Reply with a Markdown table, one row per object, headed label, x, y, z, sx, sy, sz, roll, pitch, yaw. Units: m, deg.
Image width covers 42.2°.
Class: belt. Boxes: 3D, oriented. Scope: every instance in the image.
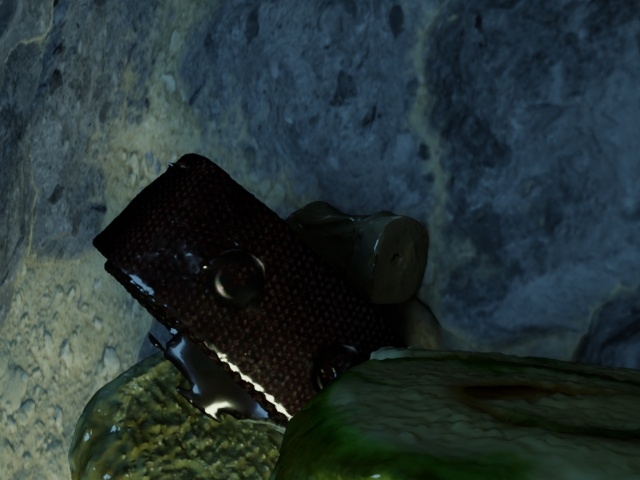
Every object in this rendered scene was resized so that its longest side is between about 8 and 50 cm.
| label | x | y | z | sx | sy | sz | roll | pitch | yaw |
| --- | --- | --- | --- | --- | --- | --- | --- | --- | --- |
| belt | -0.061 | 0.072 | 0.710 | 0.164 | 0.289 | 0.184 | -48 | 8 | -13 |

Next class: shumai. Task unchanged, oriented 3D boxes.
| label | x | y | z | sx | sy | sz | roll | pitch | yaw |
| --- | --- | --- | --- | --- | --- | --- | --- | --- | --- |
| shumai | -0.139 | 0.243 | 0.808 | 0.261 | 0.225 | 0.222 | 60 | 135 | 36 |

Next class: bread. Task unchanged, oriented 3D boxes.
| label | x | y | z | sx | sy | sz | roll | pitch | yaw |
| --- | --- | --- | --- | --- | --- | --- | --- | --- | --- |
| bread | 0.134 | 0.140 | 0.462 | 0.382 | 0.366 | 0.129 | 6 | 92 | 58 |

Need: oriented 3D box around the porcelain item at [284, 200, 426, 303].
| label | x | y | z | sx | sy | sz | roll | pitch | yaw |
| --- | --- | --- | --- | --- | --- | --- | --- | --- | --- |
| porcelain item | 0.000 | 0.000 | 0.806 | 0.215 | 0.069 | 0.081 | 14 | 99 | 47 |
